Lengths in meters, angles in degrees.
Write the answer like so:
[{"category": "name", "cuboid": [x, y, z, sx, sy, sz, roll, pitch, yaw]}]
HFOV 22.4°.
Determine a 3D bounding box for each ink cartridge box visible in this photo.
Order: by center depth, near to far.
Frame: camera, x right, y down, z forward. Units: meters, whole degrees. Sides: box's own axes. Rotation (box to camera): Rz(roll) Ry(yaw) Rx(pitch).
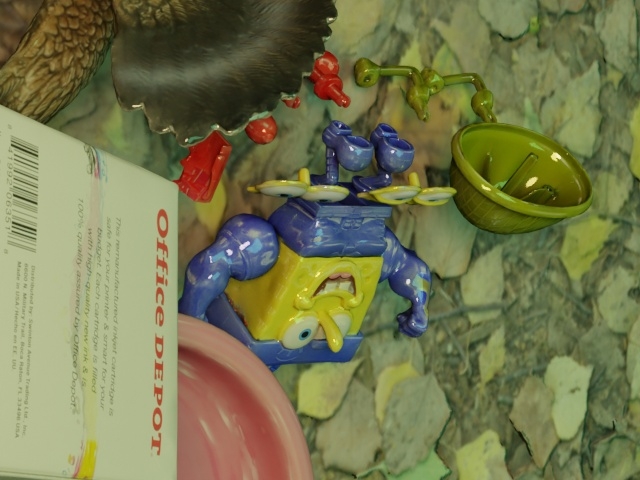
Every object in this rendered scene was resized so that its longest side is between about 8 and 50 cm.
[{"category": "ink cartridge box", "cuboid": [-0.194, 0.037, 0.798, 0.233, 0.168, 0.171, 27, 61, -64]}]

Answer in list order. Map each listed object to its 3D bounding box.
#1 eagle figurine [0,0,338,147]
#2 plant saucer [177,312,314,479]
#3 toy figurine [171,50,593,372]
[{"category": "eagle figurine", "cuboid": [-0.119, -0.178, 0.945, 0.225, 0.226, 0.298, -8, 84, -8]}, {"category": "plant saucer", "cuboid": [-0.152, 0.202, 1.044, 0.332, 0.084, 0.332, -9, 103, -40]}, {"category": "toy figurine", "cuboid": [0.000, 0.000, 1.160, 0.363, 0.191, 0.217, -1, 125, -43]}]
